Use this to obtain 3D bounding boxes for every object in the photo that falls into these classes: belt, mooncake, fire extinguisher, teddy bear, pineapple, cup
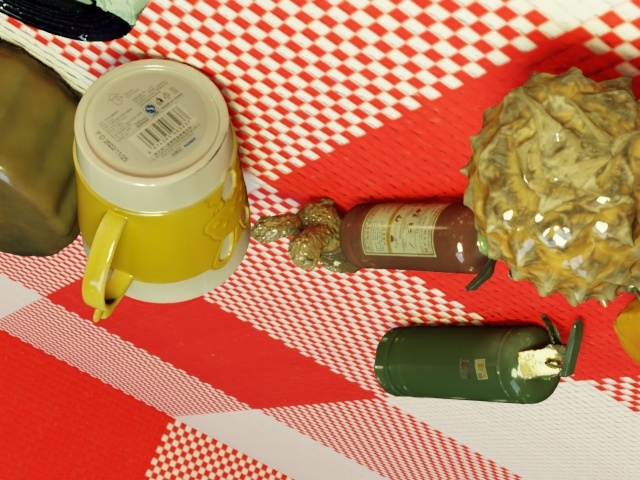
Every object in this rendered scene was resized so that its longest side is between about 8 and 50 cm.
[{"bbox_3d":[-0.215,-0.237,0.853,0.198,0.078,0.151,21,154,12],"label":"belt"},{"bbox_3d":[-0.381,-0.108,1.199,0.290,0.161,0.290,18,157,8],"label":"mooncake"},{"bbox_3d":[0.112,0.008,1.051,0.231,0.099,0.071,4,140,50],"label":"fire extinguisher"},{"bbox_3d":[0.003,-0.008,1.180,0.119,0.078,0.160,26,-175,31],"label":"teddy bear"},{"bbox_3d":[0.214,-0.018,0.865,0.175,0.175,0.361,16,173,17],"label":"pineapple"},{"bbox_3d":[-0.173,-0.038,1.070,0.185,0.241,0.226,21,151,7],"label":"cup"},{"bbox_3d":[0.200,0.146,1.314,0.095,0.115,0.311,-10,-176,-39],"label":"fire extinguisher"}]

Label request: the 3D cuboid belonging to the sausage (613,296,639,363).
[{"bbox_3d":[0.401,0.100,1.013,0.238,0.098,0.098,8,154,27],"label":"sausage"}]
